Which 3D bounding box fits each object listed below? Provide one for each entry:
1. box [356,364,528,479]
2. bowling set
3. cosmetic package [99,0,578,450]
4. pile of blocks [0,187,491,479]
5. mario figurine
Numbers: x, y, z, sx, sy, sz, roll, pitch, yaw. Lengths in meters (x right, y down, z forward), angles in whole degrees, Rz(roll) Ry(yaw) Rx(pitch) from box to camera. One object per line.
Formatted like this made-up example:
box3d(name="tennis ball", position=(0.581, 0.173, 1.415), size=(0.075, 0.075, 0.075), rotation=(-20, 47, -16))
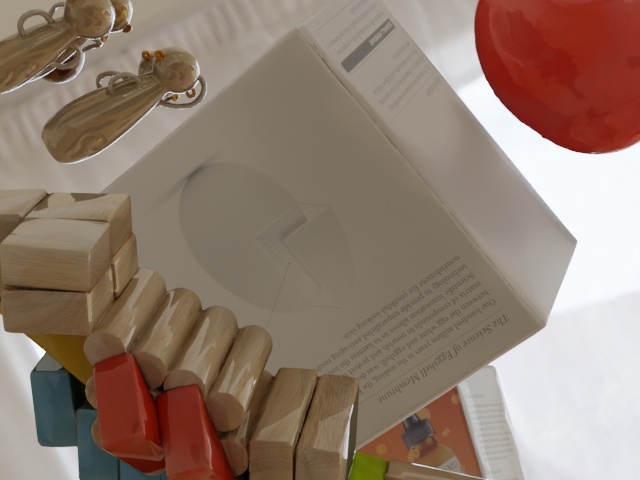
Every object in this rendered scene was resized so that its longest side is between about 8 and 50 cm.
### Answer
box3d(name="box", position=(0.095, 0.202, 1.286), size=(0.130, 0.170, 0.091), rotation=(-22, -14, 27))
box3d(name="bowling set", position=(-0.195, -0.164, 1.412), size=(0.154, 0.200, 0.287), rotation=(-31, -40, 6))
box3d(name="cosmetic package", position=(0.000, 0.000, 0.975), size=(0.224, 0.225, 0.138), rotation=(-36, 6, 28))
box3d(name="pile of blocks", position=(-0.049, 0.117, 0.742), size=(0.149, 0.362, 0.112), rotation=(-52, 5, 20))
box3d(name="mario figurine", position=(0.191, -0.157, 0.946), size=(0.320, 0.170, 0.198), rotation=(-10, -61, -53))
